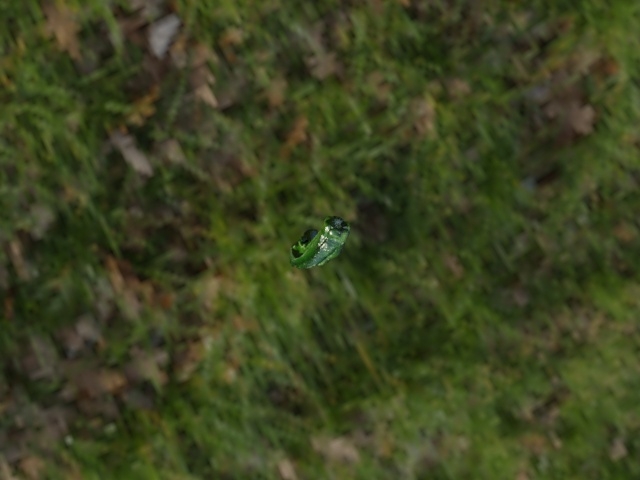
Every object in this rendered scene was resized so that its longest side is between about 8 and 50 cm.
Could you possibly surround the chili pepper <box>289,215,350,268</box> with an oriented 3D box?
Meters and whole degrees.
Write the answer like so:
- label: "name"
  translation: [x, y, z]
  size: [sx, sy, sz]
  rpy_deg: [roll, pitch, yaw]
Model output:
- label: "chili pepper"
  translation: [-0.003, 0.008, 1.730]
  size: [0.055, 0.035, 0.118]
  rpy_deg: [-49, -174, -14]
